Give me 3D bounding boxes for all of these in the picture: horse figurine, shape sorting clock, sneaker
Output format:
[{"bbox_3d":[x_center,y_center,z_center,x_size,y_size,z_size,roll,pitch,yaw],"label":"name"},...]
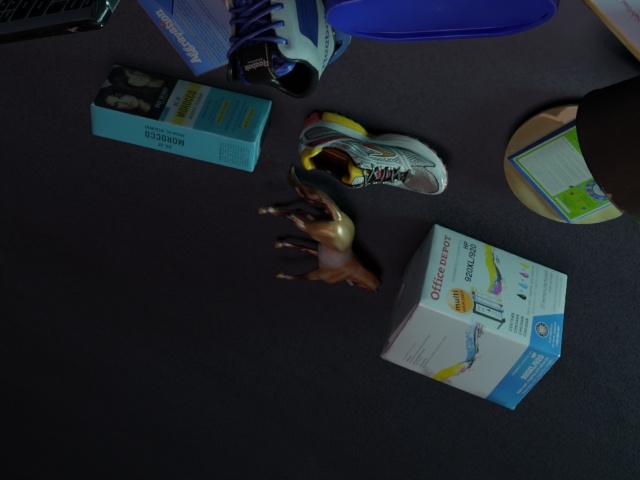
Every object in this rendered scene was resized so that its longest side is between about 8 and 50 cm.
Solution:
[{"bbox_3d":[0.000,0.000,1.780,0.174,0.066,0.263,10,142,17],"label":"horse figurine"},{"bbox_3d":[0.360,-0.105,1.555,0.206,0.040,0.206,11,136,11],"label":"shape sorting clock"},{"bbox_3d":[-0.067,-0.297,1.382,0.127,0.182,0.315,-12,132,28],"label":"sneaker"},{"bbox_3d":[0.073,-0.106,1.615,0.225,0.093,0.088,16,139,1],"label":"sneaker"}]

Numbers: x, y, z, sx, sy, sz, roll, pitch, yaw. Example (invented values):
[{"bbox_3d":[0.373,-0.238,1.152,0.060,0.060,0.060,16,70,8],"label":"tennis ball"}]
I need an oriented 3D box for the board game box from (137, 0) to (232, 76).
[{"bbox_3d":[-0.188,-0.349,1.485,0.145,0.027,0.281,-15,130,30],"label":"board game box"}]

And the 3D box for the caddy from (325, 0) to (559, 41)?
[{"bbox_3d":[0.129,-0.357,1.259,0.341,0.179,0.241,1,161,18],"label":"caddy"}]

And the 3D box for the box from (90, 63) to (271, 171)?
[{"bbox_3d":[-0.201,-0.180,1.622,0.244,0.100,0.060,13,138,4],"label":"box"}]

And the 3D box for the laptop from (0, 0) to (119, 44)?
[{"bbox_3d":[-0.258,-0.417,1.162,0.407,0.382,0.236,-4,134,23],"label":"laptop"}]

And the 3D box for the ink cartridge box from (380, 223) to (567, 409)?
[{"bbox_3d":[0.239,0.119,1.747,0.232,0.171,0.168,21,139,-5],"label":"ink cartridge box"}]

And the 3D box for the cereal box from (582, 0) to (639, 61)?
[{"bbox_3d":[0.404,-0.314,1.210,0.173,0.047,0.240,39,101,-23],"label":"cereal box"}]

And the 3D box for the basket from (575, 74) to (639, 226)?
[{"bbox_3d":[0.442,-0.134,1.300,0.204,0.154,0.227,53,146,-2],"label":"basket"}]
